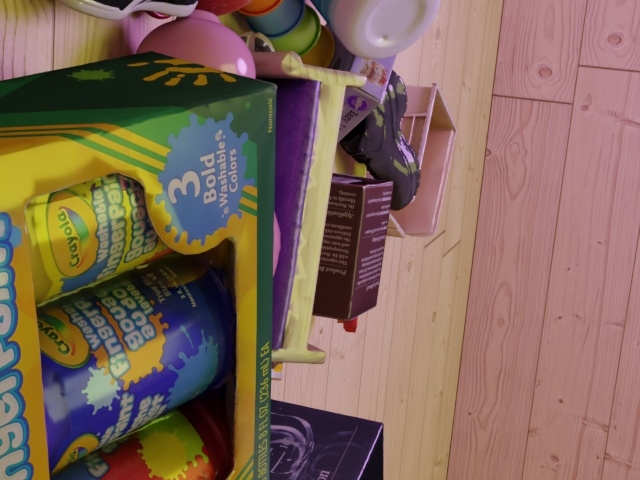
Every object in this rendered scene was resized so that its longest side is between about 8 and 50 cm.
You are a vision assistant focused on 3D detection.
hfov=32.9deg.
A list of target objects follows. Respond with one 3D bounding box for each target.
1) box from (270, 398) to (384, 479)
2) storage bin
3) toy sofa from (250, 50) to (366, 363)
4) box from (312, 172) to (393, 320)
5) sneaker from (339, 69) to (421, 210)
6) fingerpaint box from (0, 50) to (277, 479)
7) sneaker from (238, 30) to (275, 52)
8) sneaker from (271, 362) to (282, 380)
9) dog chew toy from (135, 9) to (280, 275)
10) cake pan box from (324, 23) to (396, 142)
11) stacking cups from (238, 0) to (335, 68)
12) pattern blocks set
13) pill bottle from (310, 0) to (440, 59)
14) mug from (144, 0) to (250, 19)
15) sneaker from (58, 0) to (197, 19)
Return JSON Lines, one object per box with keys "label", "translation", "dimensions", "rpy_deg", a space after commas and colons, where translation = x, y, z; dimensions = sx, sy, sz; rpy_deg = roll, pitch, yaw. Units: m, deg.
{"label": "box", "translation": [-0.125, 0.337, 1.178], "dimensions": [0.343, 0.312, 0.179], "rpy_deg": [-57, 151, -53]}
{"label": "storage bin", "translation": [0.177, -0.156, 2.199], "dimensions": [0.262, 0.123, 0.260], "rpy_deg": [43, 58, -70]}
{"label": "toy sofa", "translation": [-0.078, -0.038, 1.275], "dimensions": [0.177, 0.150, 0.362], "rpy_deg": [6, 95, -31]}
{"label": "box", "translation": [0.000, 0.000, 1.640], "dimensions": [0.167, 0.168, 0.203], "rpy_deg": [-17, 115, -71]}
{"label": "sneaker", "translation": [0.095, -0.171, 1.957], "dimensions": [0.130, 0.109, 0.286], "rpy_deg": [-34, 124, -28]}
{"label": "fingerpaint box", "translation": [-0.211, 0.107, 0.852], "dimensions": [0.371, 0.163, 0.445], "rpy_deg": [-22, 122, -46]}
{"label": "sneaker", "translation": [-0.091, -0.132, 1.417], "dimensions": [0.110, 0.107, 0.275], "rpy_deg": [-57, 156, -80]}
{"label": "sneaker", "translation": [-0.099, 0.160, 1.598], "dimensions": [0.185, 0.069, 0.084], "rpy_deg": [49, 43, -75]}
{"label": "dog chew toy", "translation": [-0.141, -0.078, 1.136], "dimensions": [0.206, 0.206, 0.332], "rpy_deg": [29, 63, -72]}
{"label": "cake pan box", "translation": [0.041, -0.265, 1.597], "dimensions": [0.246, 0.070, 0.267], "rpy_deg": [-36, -149, 55]}
{"label": "stacking cups", "translation": [-0.075, -0.316, 1.412], "dimensions": [0.316, 0.096, 0.096], "rpy_deg": [42, 59, -64]}
{"label": "pattern blocks set", "translation": [0.050, 0.008, 1.876], "dimensions": [0.325, 0.026, 0.285], "rpy_deg": [-116, -148, -84]}
{"label": "pill bottle", "translation": [0.036, -0.372, 1.435], "dimensions": [0.264, 0.146, 0.146], "rpy_deg": [58, -7, 32]}
{"label": "mug", "translation": [-0.137, -0.324, 1.152], "dimensions": [0.169, 0.113, 0.150], "rpy_deg": [65, 36, -55]}
{"label": "sneaker", "translation": [-0.168, -0.279, 1.025], "dimensions": [0.121, 0.079, 0.217], "rpy_deg": [-54, 166, 25]}
